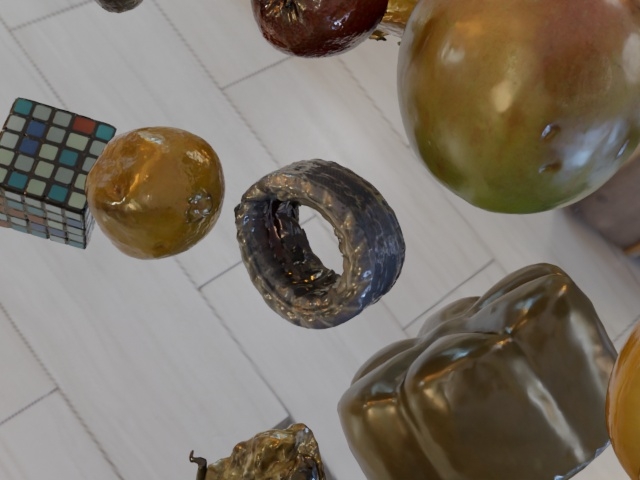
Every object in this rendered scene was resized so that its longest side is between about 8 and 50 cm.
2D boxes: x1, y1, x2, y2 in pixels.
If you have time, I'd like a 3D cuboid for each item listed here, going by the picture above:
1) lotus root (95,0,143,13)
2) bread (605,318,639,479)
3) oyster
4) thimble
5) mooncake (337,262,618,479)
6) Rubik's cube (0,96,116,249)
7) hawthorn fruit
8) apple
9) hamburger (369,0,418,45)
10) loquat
[{"bbox_3d":[-0.434,-0.517,1.722,0.167,0.329,0.078,21,81,9],"label":"lotus root"},{"bbox_3d":[0.335,0.110,0.609,0.211,0.315,0.270,34,24,-6],"label":"bread"},{"bbox_3d":[-0.084,0.309,0.799,0.133,0.198,0.336,18,95,-3],"label":"oyster"},{"bbox_3d":[0.000,0.000,1.289,0.236,0.205,0.172,39,27,11],"label":"thimble"},{"bbox_3d":[0.256,0.240,1.466,0.467,0.467,0.262,-34,94,-34],"label":"mooncake"},{"bbox_3d":[-0.477,-0.116,1.617,0.187,0.182,0.184,18,65,-7],"label":"Rubik's cube"},{"bbox_3d":[0.006,-0.308,1.143,0.188,0.169,0.169,-7,66,-58],"label":"hawthorn fruit"},{"bbox_3d":[0.267,-0.194,1.173,0.339,0.304,0.338,11,18,-3],"label":"apple"},{"bbox_3d":[0.166,-0.464,1.541,0.446,0.268,0.287,24,10,29],"label":"hamburger"},{"bbox_3d":[-0.232,-0.070,1.282,0.187,0.234,0.176,-54,131,-24],"label":"loquat"}]
